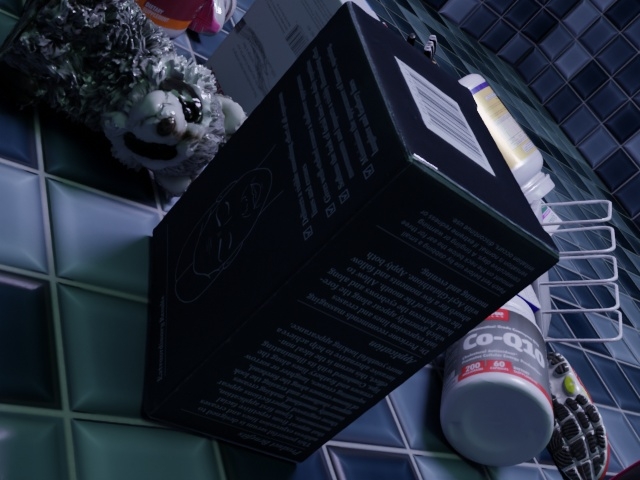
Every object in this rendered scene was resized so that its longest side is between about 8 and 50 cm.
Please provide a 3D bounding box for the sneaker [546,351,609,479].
[{"bbox_3d":[0.469,0.324,1.351,0.118,0.107,0.279,41,28,-28],"label":"sneaker"}]

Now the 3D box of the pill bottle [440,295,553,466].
[{"bbox_3d":[0.277,0.203,1.179,0.161,0.161,0.283,41,27,-8],"label":"pill bottle"}]

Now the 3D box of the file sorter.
[{"bbox_3d":[0.545,0.062,1.600,0.193,0.173,0.277,-39,121,-64],"label":"file sorter"}]

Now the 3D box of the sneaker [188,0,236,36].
[{"bbox_3d":[-0.220,-0.494,1.537,0.111,0.103,0.252,23,34,-34],"label":"sneaker"}]

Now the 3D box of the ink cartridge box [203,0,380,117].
[{"bbox_3d":[-0.051,-0.308,1.283,0.129,0.307,0.223,17,37,-46],"label":"ink cartridge box"}]

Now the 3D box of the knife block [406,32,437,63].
[{"bbox_3d":[0.243,-0.430,1.928,0.088,0.242,0.275,24,26,7],"label":"knife block"}]

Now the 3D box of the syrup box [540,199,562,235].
[{"bbox_3d":[0.514,-0.090,1.972,0.237,0.096,0.093,47,55,5],"label":"syrup box"}]

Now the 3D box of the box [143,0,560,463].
[{"bbox_3d":[0.002,0.002,0.817,0.212,0.395,0.293,28,32,-31],"label":"box"}]

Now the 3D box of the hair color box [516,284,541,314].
[{"bbox_3d":[0.264,0.031,1.469,0.339,0.110,0.185,33,28,-26],"label":"hair color box"}]

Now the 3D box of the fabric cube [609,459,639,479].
[{"bbox_3d":[0.712,0.494,1.271,0.258,0.259,0.254,31,28,-25],"label":"fabric cube"}]

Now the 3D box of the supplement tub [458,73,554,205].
[{"bbox_3d":[0.379,-0.204,1.795,0.331,0.241,0.241,53,27,3],"label":"supplement tub"}]

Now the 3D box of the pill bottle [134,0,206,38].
[{"bbox_3d":[-0.231,-0.572,1.307,0.224,0.392,0.224,33,29,-21],"label":"pill bottle"}]

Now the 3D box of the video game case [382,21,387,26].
[{"bbox_3d":[0.117,-0.385,1.765,0.025,0.204,0.285,64,1,-55],"label":"video game case"}]

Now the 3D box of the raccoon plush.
[{"bbox_3d":[-0.259,-0.267,1.069,0.299,0.216,0.446,38,26,-31],"label":"raccoon plush"}]
